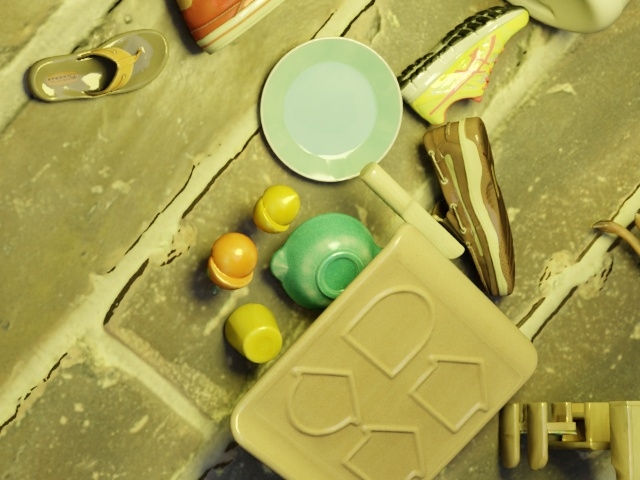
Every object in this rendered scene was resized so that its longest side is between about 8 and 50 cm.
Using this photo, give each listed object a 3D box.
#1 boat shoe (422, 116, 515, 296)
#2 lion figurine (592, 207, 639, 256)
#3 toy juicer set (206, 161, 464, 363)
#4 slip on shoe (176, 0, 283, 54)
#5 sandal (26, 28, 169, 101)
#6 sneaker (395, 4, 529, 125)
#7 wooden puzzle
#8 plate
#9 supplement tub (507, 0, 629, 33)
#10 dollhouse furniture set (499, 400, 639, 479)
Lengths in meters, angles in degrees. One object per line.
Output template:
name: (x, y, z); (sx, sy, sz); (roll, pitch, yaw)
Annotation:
boat shoe: (0.197, -0.041, 1.885); (0.095, 0.095, 0.257); (-9, 109, 16)
lion figurine: (0.600, -0.022, 2.013); (0.392, 0.142, 0.240); (-27, 112, -1)
toy juicer set: (0.000, 0.000, 1.795); (0.329, 0.089, 0.209); (-28, 116, -8)
slip on shoe: (-0.044, -0.370, 1.739); (0.331, 0.123, 0.101); (-41, 103, -7)
sandal: (-0.268, -0.210, 1.705); (0.180, 0.049, 0.072); (-16, 101, -18)
sneaker: (0.200, -0.234, 1.862); (0.208, 0.081, 0.094); (-38, 107, -1)
wooden puzzle: (0.082, 0.185, 1.819); (0.348, 0.080, 0.322); (-49, 124, -3)
plate: (0.013, -0.171, 1.816); (0.188, 0.024, 0.188); (-2, 100, -11)
supplement tub: (0.361, -0.462, 1.806); (0.241, 0.241, 0.331); (38, 82, -19)
dollhouse furniture set: (0.391, 0.300, 1.892); (0.212, 0.242, 0.161); (2, 82, -21)
